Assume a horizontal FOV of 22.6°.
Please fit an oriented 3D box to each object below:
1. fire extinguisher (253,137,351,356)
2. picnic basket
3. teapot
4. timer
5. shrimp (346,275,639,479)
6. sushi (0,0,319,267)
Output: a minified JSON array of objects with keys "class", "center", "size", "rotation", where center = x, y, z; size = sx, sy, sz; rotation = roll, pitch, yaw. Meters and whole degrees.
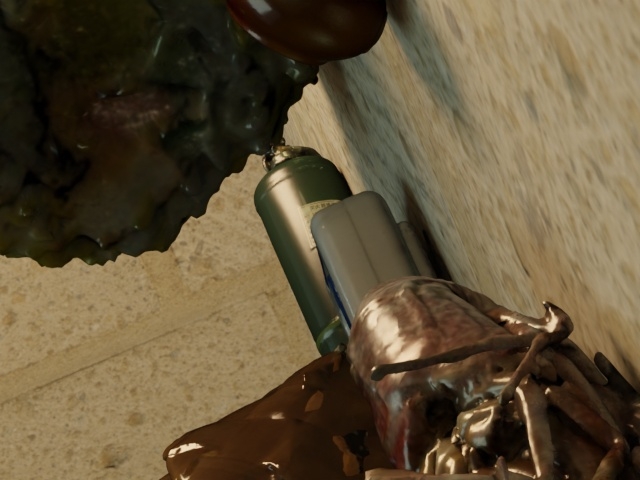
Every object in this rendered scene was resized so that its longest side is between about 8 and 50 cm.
[{"class":"fire extinguisher","center":[0.000,0.000,1.504],"size":[0.093,0.118,0.294],"rotation":[-55,49,43]},{"class":"picnic basket","center":[-0.056,0.274,1.030],"size":[0.337,0.337,0.293],"rotation":[72,173,-53]},{"class":"teapot","center":[-0.005,-0.146,0.853],"size":[0.098,0.078,0.129],"rotation":[28,-159,-11]},{"class":"timer","center":[0.074,0.099,1.131],"size":[0.178,0.078,0.253],"rotation":[73,173,-71]},{"class":"shrimp","center":[0.090,0.106,0.650],"size":[0.145,0.116,0.343],"rotation":[53,-176,-28]},{"class":"sushi","center":[-0.198,-0.178,1.192],"size":[0.397,0.351,0.240],"rotation":[65,177,-39]}]
